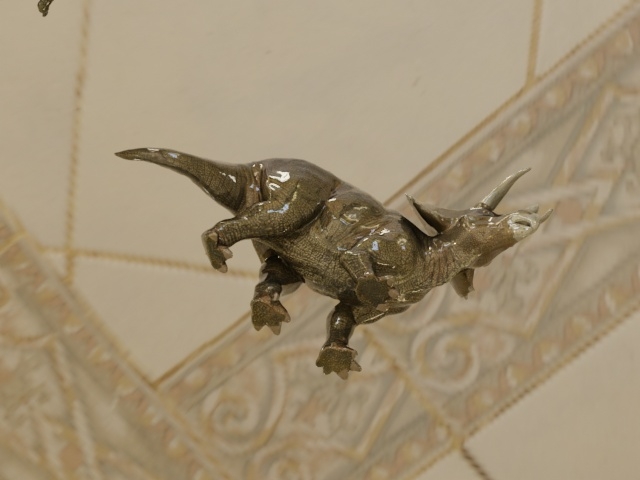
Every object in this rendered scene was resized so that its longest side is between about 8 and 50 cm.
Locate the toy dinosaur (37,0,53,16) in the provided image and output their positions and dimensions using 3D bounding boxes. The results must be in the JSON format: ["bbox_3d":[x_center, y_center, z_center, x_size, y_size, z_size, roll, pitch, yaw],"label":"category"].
[{"bbox_3d":[-0.153,-0.216,1.368,0.118,0.268,0.064,-23,104,6],"label":"toy dinosaur"}]

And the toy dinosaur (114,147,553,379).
[{"bbox_3d":[0.000,0.000,1.432,0.313,0.160,0.121,15,124,10],"label":"toy dinosaur"}]
